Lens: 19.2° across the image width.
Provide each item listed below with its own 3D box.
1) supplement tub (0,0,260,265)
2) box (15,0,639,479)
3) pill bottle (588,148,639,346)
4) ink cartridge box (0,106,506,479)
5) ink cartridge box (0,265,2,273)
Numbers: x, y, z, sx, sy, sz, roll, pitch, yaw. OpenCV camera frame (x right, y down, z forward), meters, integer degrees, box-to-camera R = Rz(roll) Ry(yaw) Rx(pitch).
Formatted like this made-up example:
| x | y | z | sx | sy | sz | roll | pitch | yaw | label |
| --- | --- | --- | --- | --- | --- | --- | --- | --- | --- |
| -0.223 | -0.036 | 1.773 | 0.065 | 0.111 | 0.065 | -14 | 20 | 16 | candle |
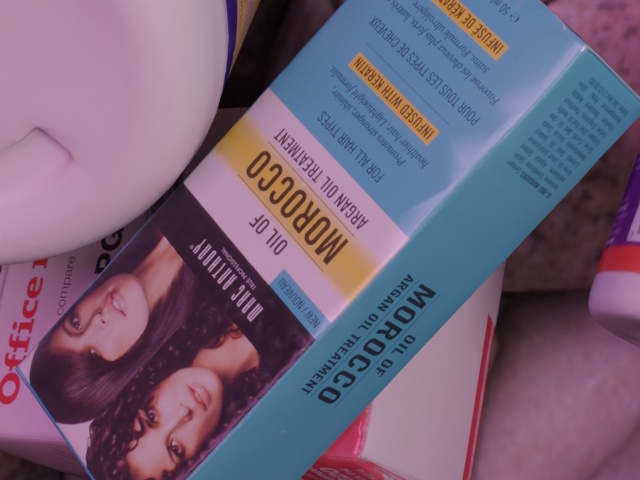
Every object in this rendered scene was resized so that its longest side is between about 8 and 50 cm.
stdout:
| x | y | z | sx | sy | sz | roll | pitch | yaw | label |
| --- | --- | --- | --- | --- | --- | --- | --- | --- | --- |
| -0.123 | -0.176 | 0.816 | 0.241 | 0.241 | 0.331 | -19 | 32 | 28 | supplement tub |
| 0.000 | 0.000 | 0.723 | 0.244 | 0.060 | 0.100 | -48 | 54 | 8 | box |
| 0.179 | -0.045 | 0.702 | 0.108 | 0.108 | 0.193 | 15 | 81 | 38 | pill bottle |
| -0.037 | 0.027 | 0.835 | 0.218 | 0.092 | 0.158 | -1 | 71 | 36 | ink cartridge box |
| -0.324 | 0.107 | 0.926 | 0.353 | 0.119 | 0.207 | -36 | 21 | 21 | ink cartridge box |
